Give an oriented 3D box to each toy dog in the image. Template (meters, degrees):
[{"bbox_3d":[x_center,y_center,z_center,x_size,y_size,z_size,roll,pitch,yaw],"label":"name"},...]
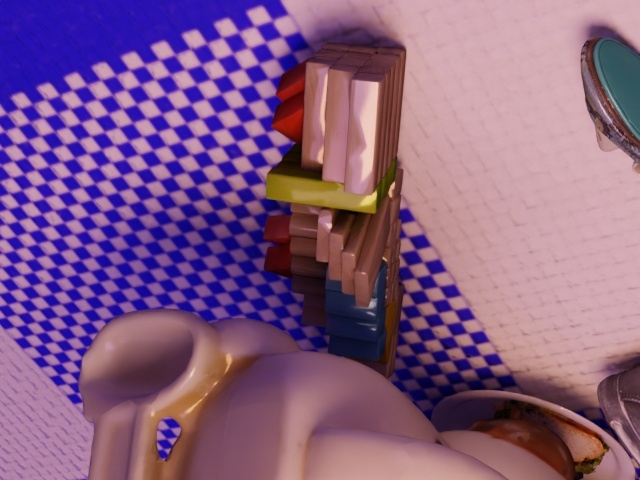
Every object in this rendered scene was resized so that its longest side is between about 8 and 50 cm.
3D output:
[{"bbox_3d":[0.045,0.212,0.980,0.395,0.284,0.408,-28,141,36],"label":"toy dog"}]

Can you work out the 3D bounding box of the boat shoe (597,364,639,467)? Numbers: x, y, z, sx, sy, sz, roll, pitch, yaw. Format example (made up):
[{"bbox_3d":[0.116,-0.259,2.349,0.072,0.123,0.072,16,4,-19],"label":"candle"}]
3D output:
[{"bbox_3d":[0.351,0.224,1.107,0.102,0.108,0.301,-22,120,35],"label":"boat shoe"}]

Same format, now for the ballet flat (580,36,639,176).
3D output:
[{"bbox_3d":[0.239,-0.070,0.888,0.188,0.070,0.070,41,133,-17],"label":"ballet flat"}]

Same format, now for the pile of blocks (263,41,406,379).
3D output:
[{"bbox_3d":[0.000,0.000,0.976,0.113,0.149,0.362,8,136,12],"label":"pile of blocks"}]

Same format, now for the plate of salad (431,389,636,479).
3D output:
[{"bbox_3d":[0.197,0.207,1.164,0.200,0.048,0.200,17,147,11],"label":"plate of salad"}]
